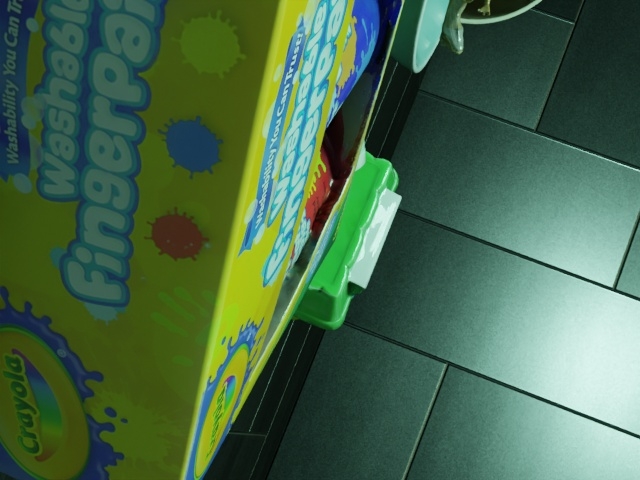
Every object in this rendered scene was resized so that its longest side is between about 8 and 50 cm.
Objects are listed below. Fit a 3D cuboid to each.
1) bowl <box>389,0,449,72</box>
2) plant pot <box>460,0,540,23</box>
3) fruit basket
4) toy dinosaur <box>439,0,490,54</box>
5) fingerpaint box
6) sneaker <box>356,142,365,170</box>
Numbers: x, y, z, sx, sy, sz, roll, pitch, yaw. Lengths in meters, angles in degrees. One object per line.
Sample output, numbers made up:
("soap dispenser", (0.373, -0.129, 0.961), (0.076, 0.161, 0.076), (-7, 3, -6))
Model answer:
("bowl", (0.070, -0.332, 0.993), (0.311, 0.163, 0.311), (20, 90, -83))
("plant pot", (0.166, -0.403, 1.330), (0.274, 0.257, 0.256), (-121, -130, -78))
("fruit basket", (0.000, 0.000, 1.421), (0.353, 0.166, 0.327), (94, 17, -76))
("toy dinosaur", (0.162, -0.284, 0.997), (0.211, 0.064, 0.112), (-60, -169, 2))
("fingerpaint box", (-0.060, -0.101, 0.676), (0.371, 0.163, 0.444), (-60, 168, -54))
("sneaker", (-0.045, -0.114, 1.139), (0.256, 0.094, 0.151), (-39, 127, -47))
